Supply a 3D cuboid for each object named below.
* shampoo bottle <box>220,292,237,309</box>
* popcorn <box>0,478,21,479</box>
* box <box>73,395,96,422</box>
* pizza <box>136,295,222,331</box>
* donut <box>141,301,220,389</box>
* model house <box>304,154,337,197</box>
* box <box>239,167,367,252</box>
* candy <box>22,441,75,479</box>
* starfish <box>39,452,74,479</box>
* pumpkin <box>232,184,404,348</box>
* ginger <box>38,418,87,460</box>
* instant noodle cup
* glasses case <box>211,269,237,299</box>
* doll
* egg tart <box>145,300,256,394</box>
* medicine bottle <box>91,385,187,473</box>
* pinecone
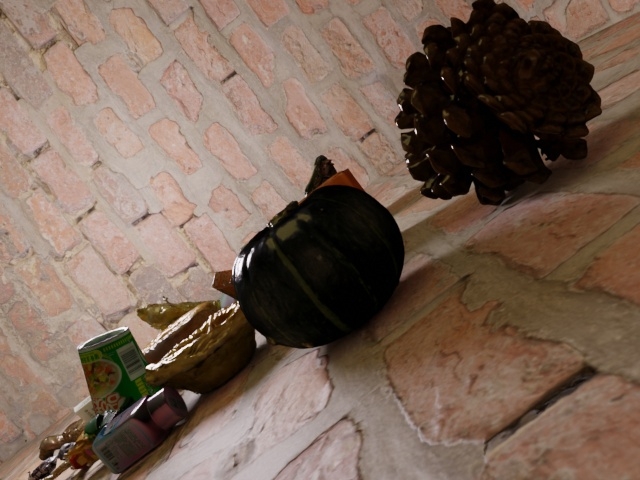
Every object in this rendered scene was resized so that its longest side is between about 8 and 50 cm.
[{"bbox_3d":[-0.196,0.159,1.849,0.222,0.151,0.349,-33,5,-13],"label":"shampoo bottle"},{"bbox_3d":[-0.734,0.636,1.272,0.225,0.173,0.286,-52,15,6],"label":"popcorn"},{"bbox_3d":[-0.629,0.491,1.914,0.245,0.139,0.035,-37,34,-11],"label":"box"},{"bbox_3d":[-0.473,0.283,2.020,0.280,0.287,0.075,-59,27,33],"label":"pizza"},{"bbox_3d":[-0.411,0.325,1.848,0.317,0.150,0.299,-40,8,-21],"label":"donut"},{"bbox_3d":[0.090,-0.136,2.014,0.154,0.294,0.207,0,58,31],"label":"model house"},{"bbox_3d":[0.000,0.000,1.553,0.341,0.225,0.143,-36,5,14],"label":"box"},{"bbox_3d":[-0.873,0.727,1.948,0.226,0.051,0.094,-37,-5,-17],"label":"candy"},{"bbox_3d":[-0.632,0.570,1.645,0.277,0.062,0.235,-32,1,-32],"label":"starfish"},{"bbox_3d":[-0.004,0.048,1.107,0.323,0.241,0.323,-40,10,9],"label":"pumpkin"},{"bbox_3d":[-0.926,0.709,2.201,0.290,0.084,0.122,-36,12,16],"label":"ginger"},{"bbox_3d":[-0.547,0.368,1.653,0.207,0.233,0.207,-19,7,2],"label":"instant noodle cup"},{"bbox_3d":[-0.175,0.141,1.580,0.075,0.218,0.049,-9,59,41],"label":"glasses case"},{"bbox_3d":[-0.537,0.484,1.504,0.186,0.106,0.134,-37,21,2],"label":"doll"},{"bbox_3d":[-0.260,0.267,1.461,0.341,0.132,0.341,-34,5,4],"label":"egg tart"},{"bbox_3d":[-0.385,0.402,1.324,0.188,0.094,0.119,-37,8,5],"label":"medicine bottle"},{"bbox_3d":[0.300,-0.227,1.145,0.384,0.384,0.384,-37,6,4],"label":"pinecone"}]
